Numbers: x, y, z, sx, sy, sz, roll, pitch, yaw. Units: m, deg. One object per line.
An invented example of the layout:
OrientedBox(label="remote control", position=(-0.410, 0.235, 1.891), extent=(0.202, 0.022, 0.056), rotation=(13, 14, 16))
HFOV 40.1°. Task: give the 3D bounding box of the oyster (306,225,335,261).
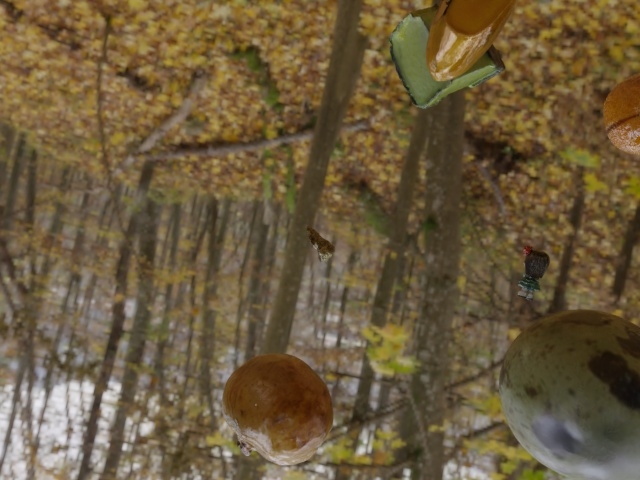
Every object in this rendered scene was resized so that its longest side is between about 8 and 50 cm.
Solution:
OrientedBox(label="oyster", position=(0.000, 0.000, 1.646), extent=(0.038, 0.083, 0.080), rotation=(-25, 163, 3))

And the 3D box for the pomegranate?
OrientedBox(label="pomegranate", position=(-0.093, 0.360, 1.868), extent=(0.248, 0.248, 0.248), rotation=(11, 169, 2))

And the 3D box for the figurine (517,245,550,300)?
OrientedBox(label="figurine", position=(0.427, 0.067, 1.781), extent=(0.060, 0.106, 0.047), rotation=(17, 180, 6))

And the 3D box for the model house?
OrientedBox(label="model house", position=(0.293, -0.430, 1.974), extent=(0.211, 0.194, 0.170), rotation=(-24, 171, -26))

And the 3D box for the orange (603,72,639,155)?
OrientedBox(label="orange", position=(0.698, -0.268, 1.853), extent=(0.193, 0.193, 0.161), rotation=(8, 174, 20))

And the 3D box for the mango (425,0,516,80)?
OrientedBox(label="mango", position=(0.274, -0.408, 1.618), extent=(0.126, 0.252, 0.154), rotation=(28, -164, 5))

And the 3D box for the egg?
OrientedBox(label="egg", position=(0.574, 0.330, 1.797), extent=(0.428, 0.345, 0.345), rotation=(34, 168, -1))
